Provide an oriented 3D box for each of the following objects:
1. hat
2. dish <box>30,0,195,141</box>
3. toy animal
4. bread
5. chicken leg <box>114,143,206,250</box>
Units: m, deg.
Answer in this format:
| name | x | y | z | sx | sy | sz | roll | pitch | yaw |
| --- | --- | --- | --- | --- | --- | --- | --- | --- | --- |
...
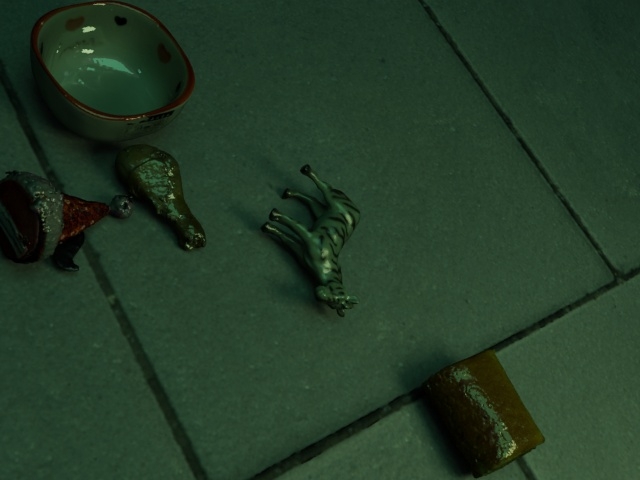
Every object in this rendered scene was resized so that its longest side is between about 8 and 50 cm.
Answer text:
| name | x | y | z | sx | sy | sz | roll | pitch | yaw |
| --- | --- | --- | --- | --- | --- | --- | --- | --- | --- |
| hat | -0.370 | -0.044 | 1.153 | 0.140 | 0.129 | 0.227 | 34 | 26 | 27 |
| dish | -0.339 | -0.256 | 1.284 | 0.256 | 0.117 | 0.256 | 14 | 54 | -20 |
| toy animal | -0.016 | -0.004 | 1.318 | 0.169 | 0.090 | 0.255 | 23 | 53 | -19 |
| bread | 0.254 | 0.273 | 1.260 | 0.132 | 0.103 | 0.172 | -14 | 65 | -35 |
| chicken leg | -0.240 | -0.070 | 1.249 | 0.085 | 0.069 | 0.198 | -33 | 85 | -38 |
